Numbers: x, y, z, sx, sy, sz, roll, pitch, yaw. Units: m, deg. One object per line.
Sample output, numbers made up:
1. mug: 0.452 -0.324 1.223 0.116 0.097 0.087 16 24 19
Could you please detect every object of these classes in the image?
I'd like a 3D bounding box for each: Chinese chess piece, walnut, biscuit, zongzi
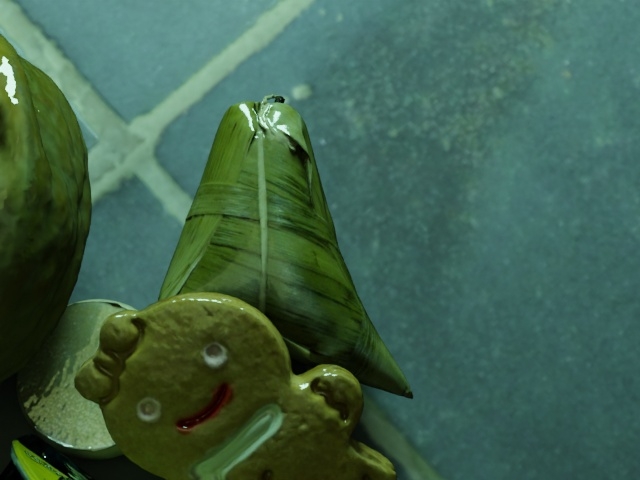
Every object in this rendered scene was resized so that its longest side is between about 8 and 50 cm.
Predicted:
1. Chinese chess piece: -0.169 0.105 1.283 0.122 0.051 0.122 0 78 1
2. walnut: -0.277 -0.021 1.216 0.227 0.283 0.283 8 74 -33
3. biscuit: -0.061 0.139 1.232 0.184 0.035 0.249 -38 100 5
4. zongzi: 0.001 -0.002 1.284 0.204 0.094 0.205 18 80 3

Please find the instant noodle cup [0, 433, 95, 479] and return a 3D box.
1. instant noodle cup: -0.205 0.288 1.172 0.215 0.215 0.236 41 88 9
